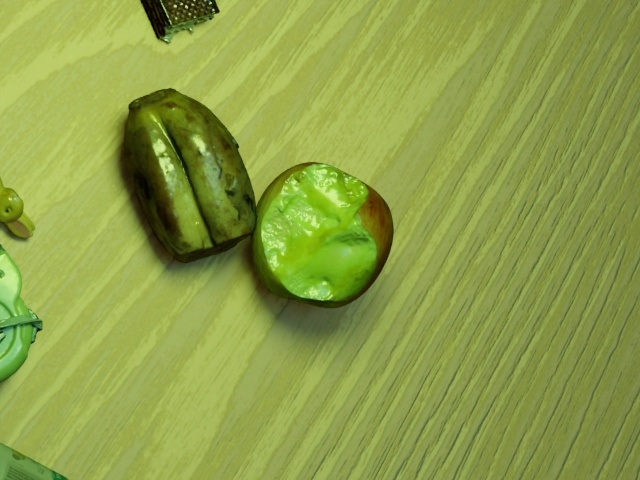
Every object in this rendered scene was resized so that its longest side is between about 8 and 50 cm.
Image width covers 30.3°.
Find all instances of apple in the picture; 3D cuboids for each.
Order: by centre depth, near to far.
[{"bbox_3d":[0.000,0.000,1.999,0.246,0.246,0.226,26,78,-25],"label":"apple"}]

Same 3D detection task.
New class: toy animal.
[{"bbox_3d":[-0.493,-0.067,1.813,0.159,0.070,0.083,42,60,-24],"label":"toy animal"}]

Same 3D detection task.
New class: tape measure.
[{"bbox_3d":[-0.507,0.129,1.739,0.200,0.106,0.175,-38,98,-29],"label":"tape measure"}]

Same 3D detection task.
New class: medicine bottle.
[{"bbox_3d":[-0.426,0.394,1.721,0.215,0.135,0.135,34,65,-22],"label":"medicine bottle"}]

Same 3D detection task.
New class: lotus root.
[{"bbox_3d":[-0.214,-0.111,1.928,0.193,0.193,0.291,-26,95,-33],"label":"lotus root"}]

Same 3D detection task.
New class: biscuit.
[{"bbox_3d":[-0.271,-0.470,2.024,0.106,0.070,0.252,-25,95,-32],"label":"biscuit"}]
